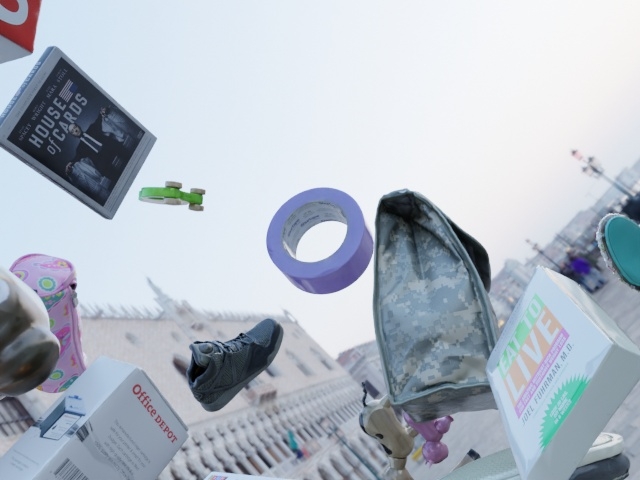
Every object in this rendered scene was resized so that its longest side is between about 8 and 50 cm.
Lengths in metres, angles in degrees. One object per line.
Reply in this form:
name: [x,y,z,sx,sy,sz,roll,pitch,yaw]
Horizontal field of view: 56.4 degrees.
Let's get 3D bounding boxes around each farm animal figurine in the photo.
farm animal figurine: [0.206,0.417,0.990,0.172,0.330,0.326,-43,-57,-10]

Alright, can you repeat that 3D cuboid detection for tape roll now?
tape roll: [0.000,0.000,1.111,0.189,0.189,0.080,-45,-32,-8]

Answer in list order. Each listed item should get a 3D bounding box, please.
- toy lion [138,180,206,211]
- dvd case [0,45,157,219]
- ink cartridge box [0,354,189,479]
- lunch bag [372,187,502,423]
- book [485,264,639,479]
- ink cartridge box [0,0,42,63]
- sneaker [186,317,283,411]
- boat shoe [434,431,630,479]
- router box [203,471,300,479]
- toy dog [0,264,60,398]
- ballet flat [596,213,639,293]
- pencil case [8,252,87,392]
toy lion: [-0.221,-0.062,0.852,0.100,0.096,0.034,13,-100,-71]
dvd case: [-0.395,-0.170,0.985,0.238,0.030,0.179,46,-120,-48]
ink cartridge box: [-0.263,0.252,0.690,0.190,0.082,0.139,-53,-47,-38]
lunch bag: [0.158,0.089,0.828,0.169,0.286,0.235,-14,-26,10]
book: [0.149,0.083,0.386,0.096,0.035,0.144,-64,0,15]
ink cartridge box: [-0.362,-0.337,0.477,0.272,0.130,0.309,25,-116,-59]
sneaker: [-0.173,0.221,1.187,0.227,0.087,0.130,-42,-50,-19]
boat shoe: [0.113,0.205,0.424,0.233,0.079,0.084,-27,-10,2]
router box: [-0.188,0.606,1.201,0.302,0.082,0.335,-6,11,28]
toy dog: [-0.500,0.197,0.689,0.408,0.285,0.395,-49,-43,-6]
ballet flat: [0.508,0.052,0.937,0.091,0.241,0.077,-48,6,-7]
pencil case: [-0.501,0.157,1.106,0.124,0.124,0.284,-31,-36,-42]
